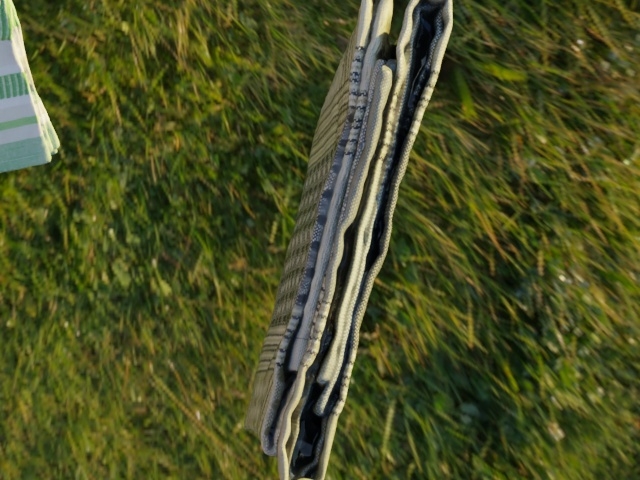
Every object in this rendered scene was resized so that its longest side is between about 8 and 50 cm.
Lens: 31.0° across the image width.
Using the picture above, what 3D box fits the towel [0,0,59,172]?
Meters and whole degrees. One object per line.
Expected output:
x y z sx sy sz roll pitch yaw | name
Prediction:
-0.482 -0.209 1.443 0.248 0.038 0.325 -11 134 -5 | towel

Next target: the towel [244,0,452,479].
0.000 0.000 0.802 0.056 0.324 0.312 17 84 -6 | towel
